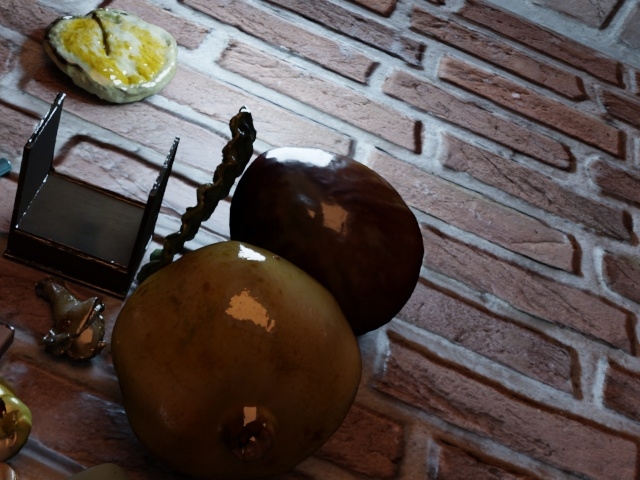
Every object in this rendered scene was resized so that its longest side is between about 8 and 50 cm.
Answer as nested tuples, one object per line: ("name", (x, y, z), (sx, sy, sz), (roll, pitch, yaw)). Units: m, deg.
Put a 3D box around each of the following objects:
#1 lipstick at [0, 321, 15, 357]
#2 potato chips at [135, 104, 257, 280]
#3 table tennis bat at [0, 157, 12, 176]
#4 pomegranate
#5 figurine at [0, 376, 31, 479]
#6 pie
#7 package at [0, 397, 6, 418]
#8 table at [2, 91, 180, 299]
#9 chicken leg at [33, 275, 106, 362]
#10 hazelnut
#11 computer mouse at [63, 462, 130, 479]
("lipstick", (-0.580, 0.202, 1.587), (0.045, 0.045, 0.145), (28, 42, -1))
("potato chips", (-0.227, -0.071, 1.736), (0.070, 0.429, 0.359), (35, 76, -5))
("table tennis bat", (-0.695, -0.106, 1.846), (0.124, 0.033, 0.201), (36, 48, 9))
("pomegranate", (-0.136, 0.204, 1.533), (0.416, 0.417, 0.417), (13, 44, -13))
("figurine", (-0.507, 0.326, 1.450), (0.131, 0.156, 0.247), (19, 51, -56))
("pie", (-0.504, -0.456, 2.250), (0.339, 0.077, 0.339), (16, 41, -15))
("package", (-0.571, 0.268, 1.386), (0.071, 0.269, 0.194), (44, 17, -44))
("table", (-0.432, -0.082, 1.761), (0.250, 0.282, 0.196), (22, 42, -6))
("chicken leg", (-0.454, 0.135, 1.693), (0.125, 0.080, 0.196), (-7, 50, -15))
("hazelnut", (0.000, 0.000, 1.817), (0.421, 0.352, 0.421), (51, 13, -16))
("computer mouse", (-0.376, 0.444, 1.372), (0.288, 0.097, 0.160), (-24, 88, -42))
